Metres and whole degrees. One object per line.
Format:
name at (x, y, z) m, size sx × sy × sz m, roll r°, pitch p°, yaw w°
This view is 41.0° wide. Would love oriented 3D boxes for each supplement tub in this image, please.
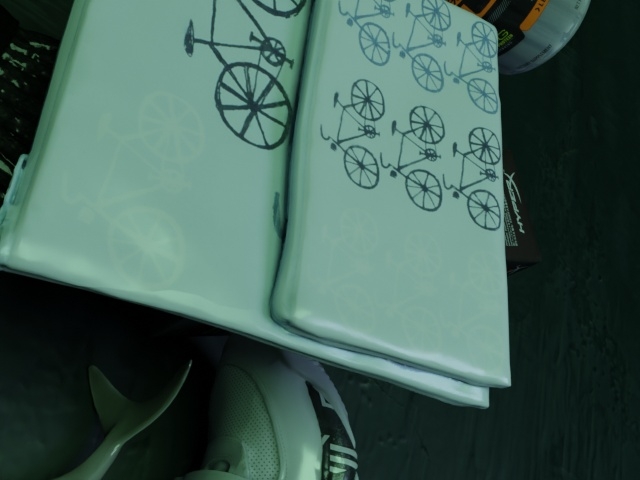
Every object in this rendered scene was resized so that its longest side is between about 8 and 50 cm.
supplement tub at (0.140, -0.338, 0.993) m, size 0.337 × 0.207 × 0.207 m, roll 14°, pitch 62°, yaw -34°

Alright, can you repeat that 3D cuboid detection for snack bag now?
snack bag at (-0.012, -0.082, 0.567) m, size 0.342 × 0.037 × 0.323 m, roll 20°, pitch 60°, yaw -25°

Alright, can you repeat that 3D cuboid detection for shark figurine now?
shark figurine at (-0.209, 0.158, 0.542) m, size 0.278 × 0.116 × 0.166 m, roll 1°, pitch 72°, yaw -38°

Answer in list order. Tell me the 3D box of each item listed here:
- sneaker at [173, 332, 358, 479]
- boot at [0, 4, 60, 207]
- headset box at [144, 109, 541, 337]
sneaker at (-0.086, 0.230, 0.590) m, size 0.210 × 0.137 × 0.366 m, roll 12°, pitch 67°, yaw -39°
boot at (-0.272, -0.193, 0.627) m, size 0.260 × 0.131 × 0.348 m, roll 23°, pitch 68°, yaw -23°
headset box at (0.000, 0.000, 0.713) m, size 0.293 × 0.218 × 0.110 m, roll 4°, pitch 67°, yaw -40°
